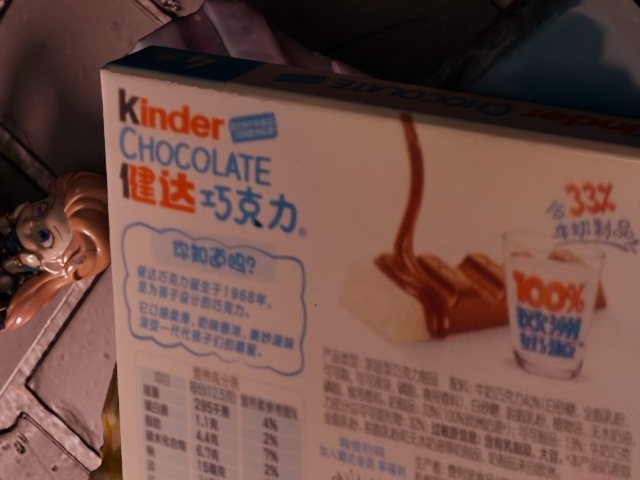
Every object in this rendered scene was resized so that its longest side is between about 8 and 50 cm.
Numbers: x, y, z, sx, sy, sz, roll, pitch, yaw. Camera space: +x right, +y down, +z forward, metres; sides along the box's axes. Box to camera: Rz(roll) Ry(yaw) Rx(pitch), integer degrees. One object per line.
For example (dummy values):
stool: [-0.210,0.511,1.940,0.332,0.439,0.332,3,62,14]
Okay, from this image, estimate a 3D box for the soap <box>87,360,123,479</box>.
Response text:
soap: [0.012,0.132,1.162,0.315,0.091,0.199,9,81,21]

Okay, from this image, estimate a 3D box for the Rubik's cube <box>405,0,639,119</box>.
Rubik's cube: [0.244,-0.021,0.889,0.362,0.363,0.359,47,121,0]

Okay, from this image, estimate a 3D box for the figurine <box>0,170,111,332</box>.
figurine: [-0.210,0.004,1.263,0.157,0.126,0.114,-12,145,-8]

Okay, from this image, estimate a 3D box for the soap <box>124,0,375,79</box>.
soap: [0.000,0.000,1.093,0.193,0.109,0.324,-31,70,8]

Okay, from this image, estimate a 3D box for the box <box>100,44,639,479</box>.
box: [0.028,0.058,0.800,0.273,0.048,0.265,13,116,27]
